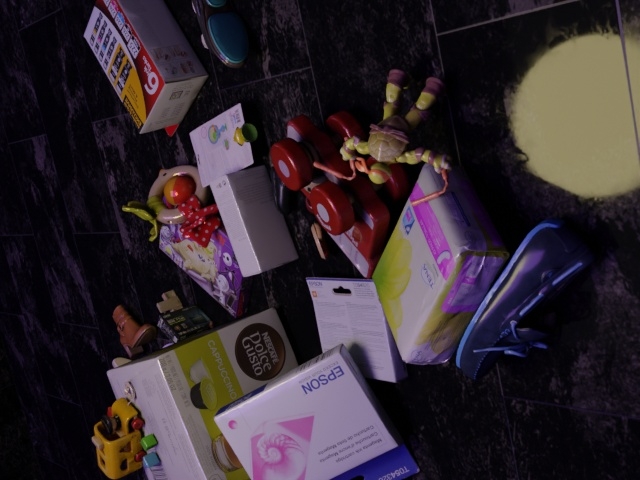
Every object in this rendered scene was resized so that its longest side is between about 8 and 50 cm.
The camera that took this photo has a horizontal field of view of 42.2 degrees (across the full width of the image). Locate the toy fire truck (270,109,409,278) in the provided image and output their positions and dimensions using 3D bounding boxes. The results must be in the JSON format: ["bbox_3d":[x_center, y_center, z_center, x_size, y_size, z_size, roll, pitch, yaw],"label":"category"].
[{"bbox_3d":[0.028,-0.090,1.627,0.302,0.169,0.254,49,155,25],"label":"toy fire truck"}]

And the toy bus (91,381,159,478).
[{"bbox_3d":[-0.482,0.461,1.955,0.191,0.104,0.202,-38,76,53],"label":"toy bus"}]

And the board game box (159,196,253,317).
[{"bbox_3d":[-0.294,0.019,2.123,0.347,0.056,0.208,37,127,34],"label":"board game box"}]

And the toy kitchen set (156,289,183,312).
[{"bbox_3d":[-0.435,0.199,2.343,0.083,0.068,0.075,58,140,14],"label":"toy kitchen set"}]

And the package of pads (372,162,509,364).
[{"bbox_3d":[0.202,0.049,1.454,0.229,0.101,0.296,-107,28,-43],"label":"package of pads"}]

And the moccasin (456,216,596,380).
[{"bbox_3d":[0.331,0.124,1.371,0.117,0.138,0.342,39,133,22],"label":"moccasin"}]

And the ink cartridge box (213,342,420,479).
[{"bbox_3d":[-0.008,0.433,1.765,0.324,0.071,0.330,-31,94,14],"label":"ink cartridge box"}]

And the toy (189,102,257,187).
[{"bbox_3d":[-0.214,-0.217,1.912,0.237,0.056,0.136,-17,85,55],"label":"toy"}]

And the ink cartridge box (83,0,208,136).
[{"bbox_3d":[-0.441,-0.432,2.030,0.309,0.130,0.272,58,141,13],"label":"ink cartridge box"}]

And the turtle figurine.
[{"bbox_3d":[0.116,-0.184,1.424,0.270,0.087,0.217,13,76,36],"label":"turtle figurine"}]

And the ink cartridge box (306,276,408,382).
[{"bbox_3d":[0.076,0.180,1.761,0.223,0.045,0.224,0,105,49],"label":"ink cartridge box"}]

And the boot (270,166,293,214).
[{"bbox_3d":[-0.059,-0.114,1.794,0.099,0.045,0.121,-1,104,47],"label":"boot"}]

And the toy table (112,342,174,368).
[{"bbox_3d":[-0.474,0.418,2.413,0.252,0.161,0.274,43,135,29],"label":"toy table"}]

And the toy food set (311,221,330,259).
[{"bbox_3d":[0.000,0.000,1.761,0.082,0.020,0.083,-96,-15,-85],"label":"toy food set"}]

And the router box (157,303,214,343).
[{"bbox_3d":[-0.360,0.226,2.225,0.092,0.122,0.038,41,129,30],"label":"router box"}]

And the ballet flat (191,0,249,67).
[{"bbox_3d":[-0.225,-0.480,1.800,0.096,0.095,0.280,-43,62,59],"label":"ballet flat"}]

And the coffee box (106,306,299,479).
[{"bbox_3d":[-0.253,0.391,2.000,0.338,0.334,0.337,-24,87,54],"label":"coffee box"}]

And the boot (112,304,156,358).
[{"bbox_3d":[-0.578,0.260,2.536,0.197,0.073,0.152,-48,65,45],"label":"boot"}]

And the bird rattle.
[{"bbox_3d":[-0.348,-0.098,2.029,0.254,0.143,0.207,-3,61,29],"label":"bird rattle"}]

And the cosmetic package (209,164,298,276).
[{"bbox_3d":[-0.150,-0.044,1.872,0.085,0.117,0.231,-18,91,52],"label":"cosmetic package"}]
